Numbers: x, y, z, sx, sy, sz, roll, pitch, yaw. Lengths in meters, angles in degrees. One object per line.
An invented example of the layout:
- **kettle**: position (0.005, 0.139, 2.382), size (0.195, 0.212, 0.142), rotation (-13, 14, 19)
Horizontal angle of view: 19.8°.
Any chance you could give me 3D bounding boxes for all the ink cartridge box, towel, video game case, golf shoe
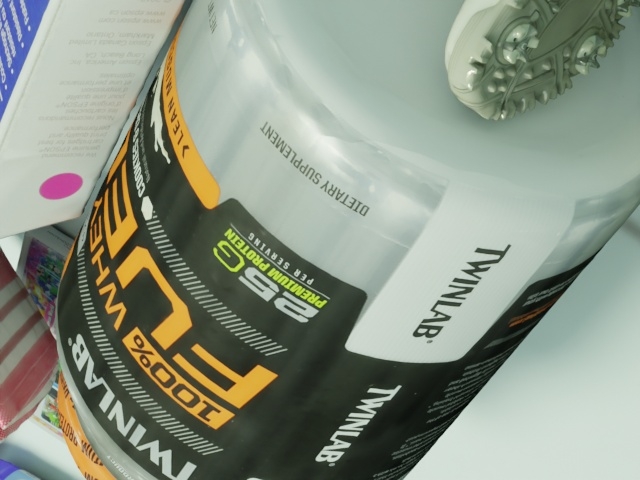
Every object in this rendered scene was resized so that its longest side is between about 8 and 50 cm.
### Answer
- **ink cartridge box**: position (-0.122, -0.137, 0.798), size (0.371, 0.069, 0.175), rotation (-54, 46, 45)
- **towel**: position (-0.205, 0.008, 0.975), size (0.029, 0.144, 0.197), rotation (-29, 97, 7)
- **video game case**: position (-0.123, 0.077, 1.077), size (0.143, 0.019, 0.157), rotation (32, 137, 9)
- **golf shoe**: position (0.083, -0.121, 0.674), size (0.086, 0.176, 0.069), rotation (24, 156, 30)

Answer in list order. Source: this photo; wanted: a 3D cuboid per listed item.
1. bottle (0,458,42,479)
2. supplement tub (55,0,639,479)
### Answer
- **bottle**: position (-0.130, 0.245, 1.145), size (0.283, 0.118, 0.092), rotation (29, 144, 13)
- **supplement tub**: position (0.000, 0.000, 0.803), size (0.193, 0.193, 0.316), rotation (36, 137, 4)
